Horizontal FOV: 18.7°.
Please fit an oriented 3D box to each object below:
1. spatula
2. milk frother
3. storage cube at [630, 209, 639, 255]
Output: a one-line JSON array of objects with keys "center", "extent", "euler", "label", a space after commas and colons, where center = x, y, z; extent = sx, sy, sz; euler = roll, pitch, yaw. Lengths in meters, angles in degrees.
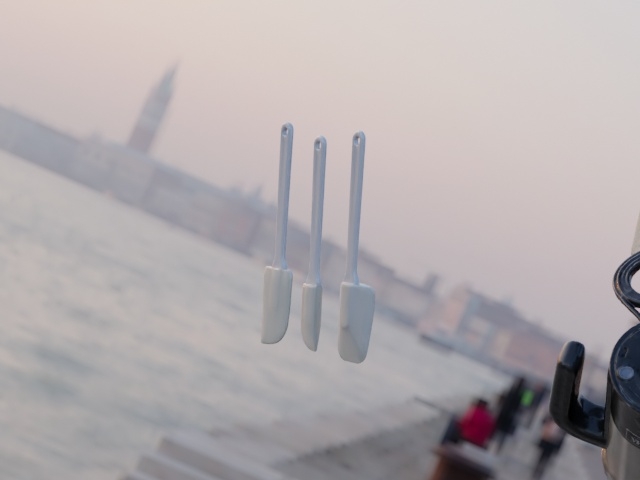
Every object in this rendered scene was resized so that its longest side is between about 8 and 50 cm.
[{"center": [0.000, 0.000, 2.036], "extent": [0.019, 0.242, 0.168], "euler": [1, 5, -39], "label": "spatula"}, {"center": [0.248, 0.094, 1.405], "extent": [0.129, 0.143, 0.134], "euler": [34, -26, 24], "label": "milk frother"}, {"center": [0.490, -0.045, 2.167], "extent": [0.193, 0.215, 0.184], "euler": [8, 7, -23], "label": "storage cube"}]
